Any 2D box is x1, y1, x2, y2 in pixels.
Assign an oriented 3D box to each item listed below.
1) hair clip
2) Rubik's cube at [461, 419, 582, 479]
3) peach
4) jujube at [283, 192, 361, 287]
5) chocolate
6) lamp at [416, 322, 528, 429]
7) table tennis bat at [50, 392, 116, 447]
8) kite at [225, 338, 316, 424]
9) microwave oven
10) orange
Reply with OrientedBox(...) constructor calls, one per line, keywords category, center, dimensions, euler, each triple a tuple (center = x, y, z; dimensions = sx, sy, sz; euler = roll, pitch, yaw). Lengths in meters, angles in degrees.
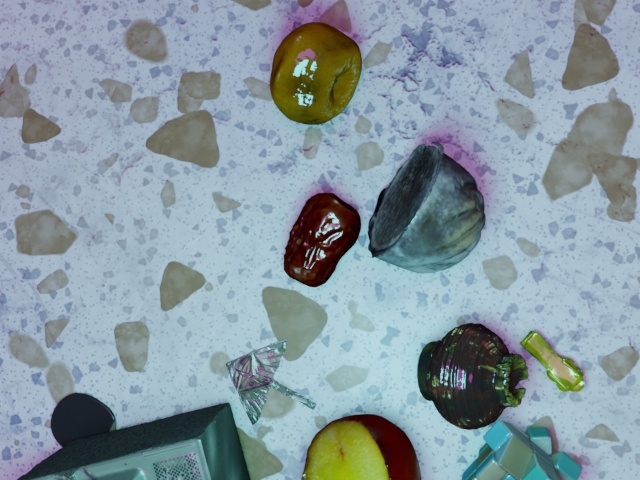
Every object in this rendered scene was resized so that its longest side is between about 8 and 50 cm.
OrientedBox(category="hair clip", center=(0.545, 0.289, 1.739), dimensions=(0.173, 0.046, 0.072), euler=(42, 95, 10))
OrientedBox(category="Rubik's cube", center=(0.454, 0.535, 1.642), dimensions=(0.265, 0.224, 0.213), euler=(41, 102, 8))
OrientedBox(category="peach", center=(0.086, 0.553, 1.631), dimensions=(0.280, 0.338, 0.281), euler=(7, 118, 14))
OrientedBox(category="jujube", center=(0.000, 0.000, 1.778), dimensions=(0.155, 0.155, 0.230), euler=(28, 91, 8))
OrientedBox(category="chocolate", center=(0.267, -0.052, 1.703), dimensions=(0.213, 0.303, 0.303), euler=(29, 90, -14))
OrientedBox(category="lamp", center=(0.347, 0.307, 1.673), dimensions=(0.246, 0.247, 0.247), euler=(-1, 86, 7))
OrientedBox(category="table tennis bat", center=(-0.563, 0.494, 1.877), dimensions=(0.274, 0.021, 0.154), euler=(28, 92, 10))
OrientedBox(category="kite", center=(-0.123, 0.354, 1.837), dimensions=(0.250, 0.012, 0.229), euler=(23, 90, 7))
OrientedBox(category="microwave oven", center=(-0.410, 0.563, 1.665), dimensions=(0.431, 0.374, 0.237), euler=(-16, 91, 4))
OrientedBox(category="orange", center=(-0.027, -0.408, 1.778), dimensions=(0.183, 0.249, 0.249), euler=(32, 90, 24))
